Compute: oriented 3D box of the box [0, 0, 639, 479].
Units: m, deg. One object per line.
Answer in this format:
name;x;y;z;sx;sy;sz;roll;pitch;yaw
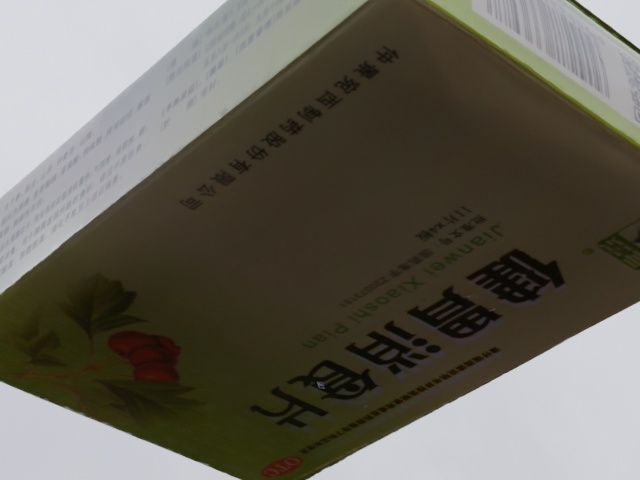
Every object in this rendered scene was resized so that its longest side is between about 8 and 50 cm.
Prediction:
box;0.000;-0.001;0.531;0.175;0.062;0.260;29;-46;-32
